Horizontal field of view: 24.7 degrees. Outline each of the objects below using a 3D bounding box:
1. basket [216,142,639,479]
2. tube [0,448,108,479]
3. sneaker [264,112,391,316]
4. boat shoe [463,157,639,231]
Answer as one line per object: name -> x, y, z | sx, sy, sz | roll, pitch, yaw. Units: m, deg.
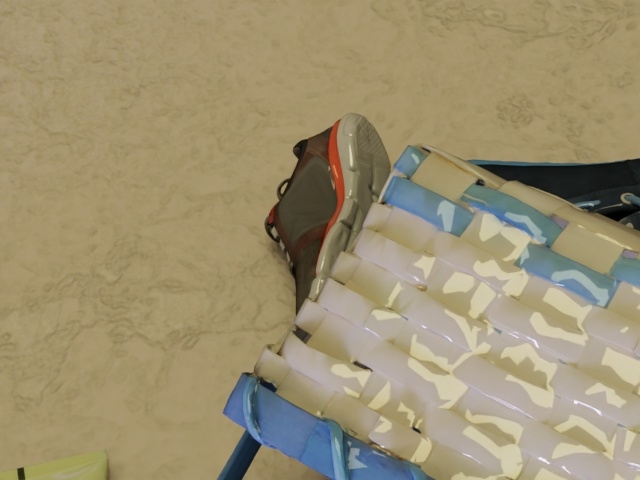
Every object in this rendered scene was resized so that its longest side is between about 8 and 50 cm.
basket -> 0.074, 0.127, 0.639 | 0.255, 0.201, 0.289 | 29, 87, 23
tube -> -0.127, 0.201, 0.675 | 0.070, 0.062, 0.240 | 21, 35, -36
sneaker -> 0.000, 0.000, 0.834 | 0.065, 0.061, 0.158 | -15, 45, 29
boat shoe -> 0.167, 0.012, 0.776 | 0.258, 0.109, 0.089 | -6, 36, 21
